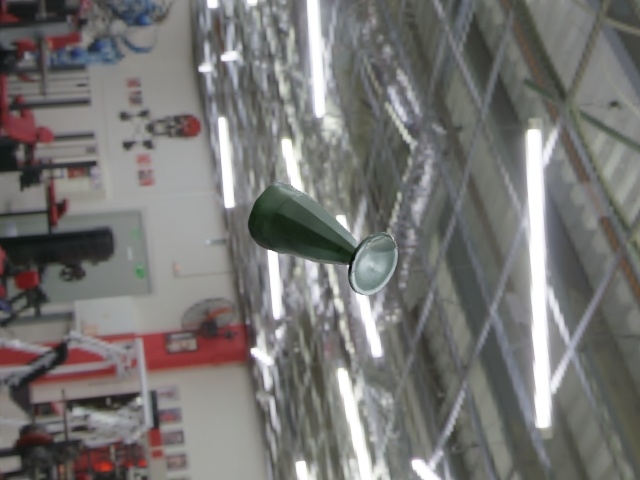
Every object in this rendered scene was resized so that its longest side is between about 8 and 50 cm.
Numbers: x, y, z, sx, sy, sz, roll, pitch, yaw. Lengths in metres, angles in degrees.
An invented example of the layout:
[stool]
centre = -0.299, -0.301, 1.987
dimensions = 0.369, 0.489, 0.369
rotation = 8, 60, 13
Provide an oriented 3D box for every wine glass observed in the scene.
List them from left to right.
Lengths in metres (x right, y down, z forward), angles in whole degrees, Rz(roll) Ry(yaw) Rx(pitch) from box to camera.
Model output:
[wine glass]
centre = 0.000, 0.000, 1.041
dimensions = 0.155, 0.073, 0.073
rotation = 30, -51, 43
